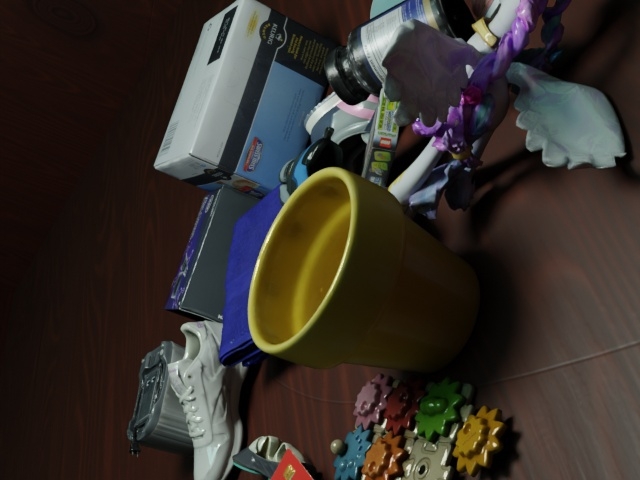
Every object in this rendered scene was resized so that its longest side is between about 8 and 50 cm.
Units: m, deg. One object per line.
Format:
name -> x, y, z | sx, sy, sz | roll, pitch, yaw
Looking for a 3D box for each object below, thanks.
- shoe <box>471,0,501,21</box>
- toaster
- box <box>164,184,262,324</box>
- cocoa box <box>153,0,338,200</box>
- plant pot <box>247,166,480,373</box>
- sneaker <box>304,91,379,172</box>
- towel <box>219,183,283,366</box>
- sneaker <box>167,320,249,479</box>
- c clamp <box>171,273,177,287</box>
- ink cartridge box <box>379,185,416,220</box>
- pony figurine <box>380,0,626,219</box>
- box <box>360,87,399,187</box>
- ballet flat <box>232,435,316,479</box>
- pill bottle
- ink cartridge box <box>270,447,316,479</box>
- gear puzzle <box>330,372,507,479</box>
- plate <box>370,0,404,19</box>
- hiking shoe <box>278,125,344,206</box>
shoe -> 0.284, -0.385, 1.464 | 0.178, 0.063, 0.081 | -57, 32, 31
toaster -> -0.265, 0.309, 1.870 | 0.129, 0.146, 0.227 | -39, 36, 46
box -> -0.217, 0.033, 2.034 | 0.184, 0.103, 0.261 | -9, 61, 69
cocoa box -> -0.150, -0.272, 2.036 | 0.231, 0.228, 0.347 | -7, 63, 62
plant pot -> 0.068, 0.064, 1.309 | 0.254, 0.239, 0.254 | -45, 32, 39
sneaker -> 0.110, -0.228, 1.669 | 0.319, 0.112, 0.131 | -41, 62, 37
towel -> -0.080, 0.053, 1.737 | 0.227, 0.076, 0.308 | -36, 39, 38
sneaker -> -0.211, 0.288, 1.765 | 0.114, 0.152, 0.305 | -28, 53, 51
c clamp -> -0.304, 0.083, 2.285 | 0.161, 0.022, 0.137 | -50, 30, 31
ink cartridge box -> 0.085, -0.023, 1.495 | 0.060, 0.180, 0.104 | 34, 104, 21
pony figurine -> 0.204, -0.190, 1.275 | 0.363, 0.303, 0.351 | 119, 168, -50
box -> 0.089, -0.128, 1.560 | 0.207, 0.036, 0.114 | 102, 178, -60
ballet flat -> -0.068, 0.342, 1.547 | 0.203, 0.074, 0.074 | 10, 78, 58
pill bottle -> 0.119, -0.291, 1.521 | 0.219, 0.123, 0.123 | -23, 46, 31
ink cartridge box -> -0.046, 0.424, 1.389 | 0.224, 0.056, 0.181 | 41, 108, 45
gear puzzle -> 0.114, 0.251, 1.268 | 0.339, 0.044, 0.175 | -11, 53, 61
plate -> 0.154, -0.464, 1.838 | 0.188, 0.024, 0.188 | -43, 35, 40
hiking shoe -> 0.003, -0.021, 1.580 | 0.132, 0.113, 0.304 | -49, 49, 52
